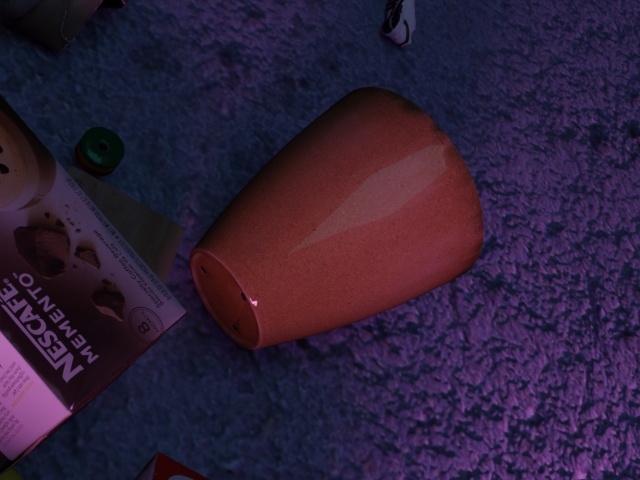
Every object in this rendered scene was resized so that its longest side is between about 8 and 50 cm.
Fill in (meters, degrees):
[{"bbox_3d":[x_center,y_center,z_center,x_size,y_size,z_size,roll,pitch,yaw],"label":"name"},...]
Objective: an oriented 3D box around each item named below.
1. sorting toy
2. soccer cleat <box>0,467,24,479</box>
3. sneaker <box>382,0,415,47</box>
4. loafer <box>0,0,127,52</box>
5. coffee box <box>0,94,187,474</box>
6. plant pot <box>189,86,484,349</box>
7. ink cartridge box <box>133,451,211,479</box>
[{"bbox_3d":[-0.219,0.024,0.936,0.132,0.046,0.275,30,51,-19],"label":"sorting toy"},{"bbox_3d":[-0.224,0.251,0.690,0.093,0.121,0.289,49,8,-25],"label":"soccer cleat"},{"bbox_3d":[0.118,-0.320,1.377,0.043,0.040,0.109,41,51,-32],"label":"sneaker"},{"bbox_3d":[-0.252,-0.299,1.076,0.251,0.094,0.087,-53,125,-32],"label":"loafer"},{"bbox_3d":[-0.274,0.011,0.773,0.297,0.119,0.168,50,34,-2],"label":"coffee box"},{"bbox_3d":[0.000,0.000,1.008,0.254,0.237,0.237,-33,87,-28],"label":"plant pot"},{"bbox_3d":[-0.062,0.359,0.727,0.272,0.130,0.309,33,23,-19],"label":"ink cartridge box"}]
